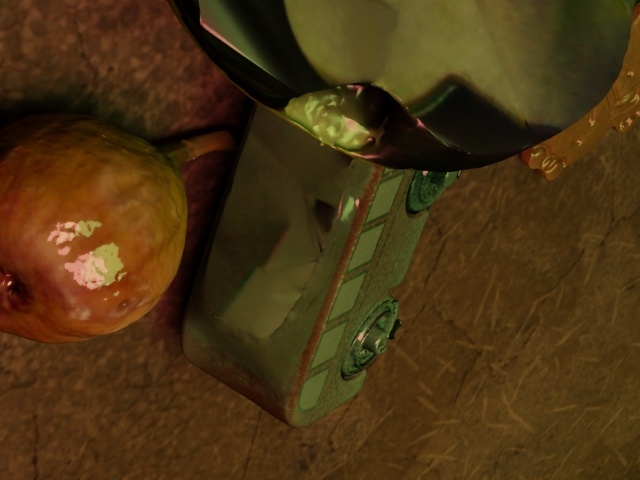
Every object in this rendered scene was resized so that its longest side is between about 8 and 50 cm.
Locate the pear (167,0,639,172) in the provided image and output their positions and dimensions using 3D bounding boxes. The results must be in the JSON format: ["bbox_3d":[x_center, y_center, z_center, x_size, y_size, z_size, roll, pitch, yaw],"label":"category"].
[{"bbox_3d":[0.025,-0.231,1.143,0.399,0.165,0.398,2,86,-34],"label":"pear"}]

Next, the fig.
[{"bbox_3d":[-0.138,-0.027,1.224,0.257,0.159,0.159,-32,136,-46],"label":"fig"}]

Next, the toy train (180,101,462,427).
[{"bbox_3d":[0.000,0.000,1.315,0.159,0.129,0.326,-22,139,-54],"label":"toy train"}]

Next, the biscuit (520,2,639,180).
[{"bbox_3d":[0.246,-0.138,1.554,0.184,0.027,0.133,-31,134,-23],"label":"biscuit"}]
